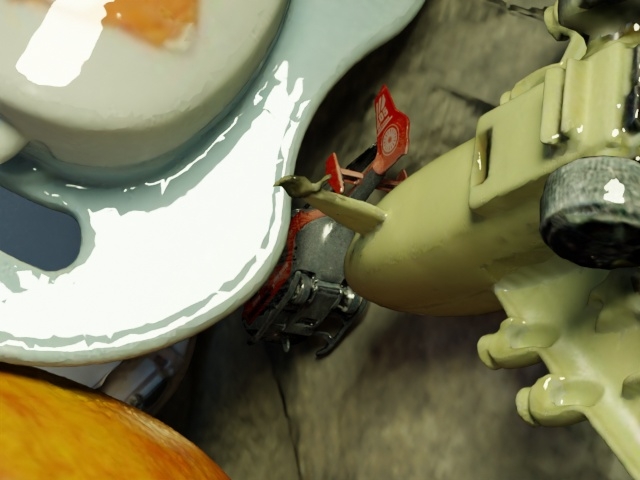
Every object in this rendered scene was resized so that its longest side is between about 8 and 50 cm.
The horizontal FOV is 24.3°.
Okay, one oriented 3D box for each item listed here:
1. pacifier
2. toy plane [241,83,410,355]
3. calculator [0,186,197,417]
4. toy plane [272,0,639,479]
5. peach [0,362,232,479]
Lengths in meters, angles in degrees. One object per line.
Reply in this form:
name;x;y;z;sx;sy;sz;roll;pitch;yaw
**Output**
pacifier;-0.095;-0.084;0.631;0.299;0.244;0.233;-60;-9;-18
toy plane;0.000;0.000;0.623;0.145;0.037;0.060;-53;37;38
calculator;-0.137;0.020;0.726;0.100;0.032;0.175;-43;76;5
toy plane;0.089;-0.021;0.475;0.256;0.104;0.242;-17;57;42
peach;-0.117;0.173;0.572;0.281;0.238;0.281;32;134;41
